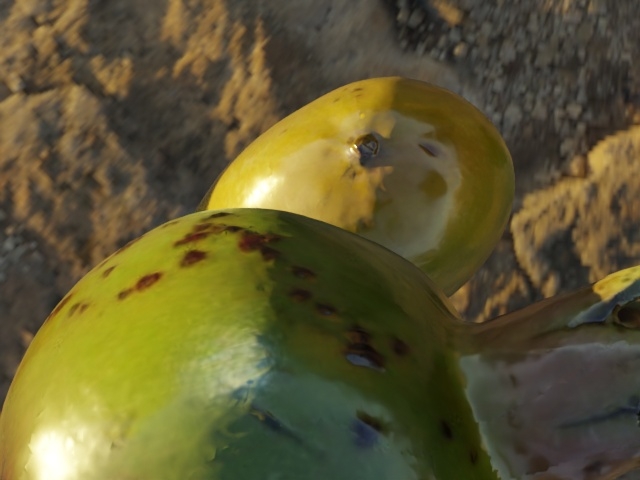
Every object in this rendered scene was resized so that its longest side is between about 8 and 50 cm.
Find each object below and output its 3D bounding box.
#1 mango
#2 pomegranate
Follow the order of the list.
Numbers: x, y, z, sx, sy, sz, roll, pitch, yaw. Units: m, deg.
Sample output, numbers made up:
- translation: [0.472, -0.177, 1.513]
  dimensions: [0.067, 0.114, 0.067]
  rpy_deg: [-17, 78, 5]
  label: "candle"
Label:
- translation: [0.000, 0.000, 0.959]
  dimensions: [0.251, 0.156, 0.114]
  rpy_deg: [-34, 74, 48]
  label: "mango"
- translation: [0.005, 0.061, 0.491]
  dimensions: [0.205, 0.159, 0.159]
  rpy_deg: [-17, 106, 14]
  label: "pomegranate"
